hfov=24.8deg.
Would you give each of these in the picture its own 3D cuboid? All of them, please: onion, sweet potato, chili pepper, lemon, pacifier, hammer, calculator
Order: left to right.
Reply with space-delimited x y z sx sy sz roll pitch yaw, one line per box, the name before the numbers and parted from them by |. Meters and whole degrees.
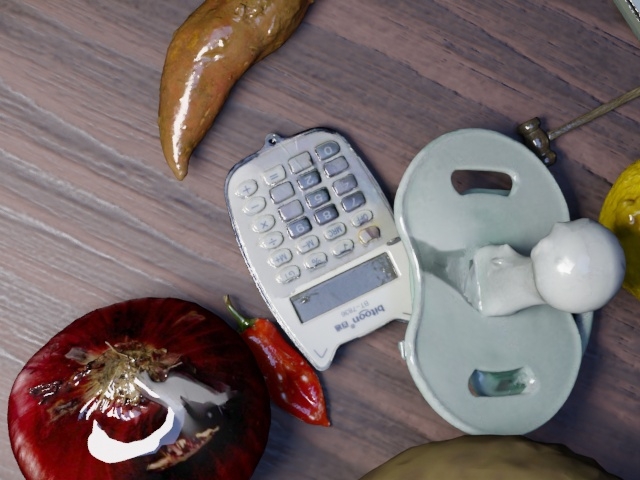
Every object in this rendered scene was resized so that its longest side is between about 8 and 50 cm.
onion | -0.186 0.202 1.548 0.273 0.285 0.273 -4 51 4
sweet potato | -0.090 -0.236 1.616 0.106 0.095 0.354 37 82 0
chili pepper | -0.050 0.139 1.626 0.059 0.050 0.191 -43 101 -20
calculator | 0.000 0.000 1.644 0.177 0.040 0.268 -24 90 -8
pacifier | 0.227 0.040 1.562 0.288 0.269 0.343 -2 85 -34
hammer | 0.368 -0.169 1.707 0.292 0.029 0.058 -26 93 -9
lemon | 0.420 -0.004 1.611 0.260 0.204 0.204 18 85 -35

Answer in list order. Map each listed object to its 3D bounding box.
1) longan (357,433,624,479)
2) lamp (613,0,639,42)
longan | 0.167 0.402 1.491 0.436 0.404 0.404 -21 90 19
lamp | 0.435 -0.382 1.712 0.269 0.047 0.266 -33 91 -8
